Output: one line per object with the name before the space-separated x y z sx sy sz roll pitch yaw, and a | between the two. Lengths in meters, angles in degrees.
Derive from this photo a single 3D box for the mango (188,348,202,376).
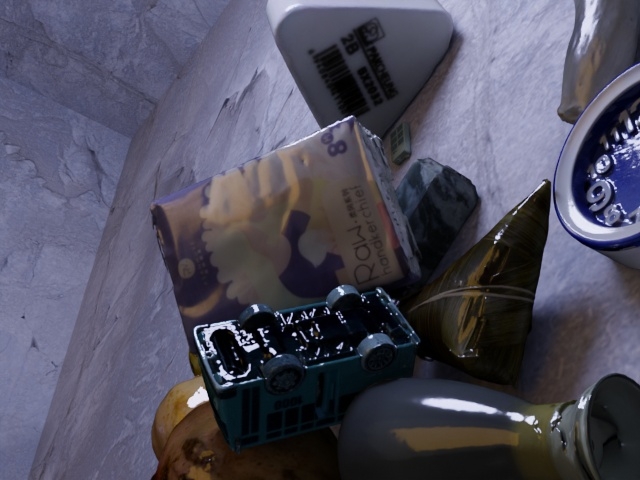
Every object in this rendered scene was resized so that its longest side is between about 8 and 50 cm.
mango | -0.169 0.170 1.612 0.167 0.130 0.262 -16 48 52

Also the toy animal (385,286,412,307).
toy animal | 0.019 0.162 1.202 0.272 0.160 0.197 -13 46 29

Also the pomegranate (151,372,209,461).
pomegranate | -0.206 0.341 1.430 0.207 0.207 0.207 -45 30 36

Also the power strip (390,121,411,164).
power strip | 0.144 -0.175 1.448 0.040 0.016 0.090 -44 31 37

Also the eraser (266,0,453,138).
eraser | 0.039 -0.352 1.481 0.331 0.331 0.150 -53 27 24

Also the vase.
vase | 0.176 0.216 0.834 0.321 0.173 0.173 -21 48 51

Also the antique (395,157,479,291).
antique | 0.150 -0.029 1.207 0.183 0.088 0.086 -58 25 11

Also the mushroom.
mushroom | 0.365 -0.301 1.033 0.109 0.097 0.351 -21 50 58

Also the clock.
clock | 0.358 -0.084 0.853 0.230 0.083 0.230 -49 26 34

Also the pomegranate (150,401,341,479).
pomegranate | -0.095 0.362 1.097 0.322 0.322 0.322 -45 30 36

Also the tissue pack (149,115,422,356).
tissue pack | -0.050 -0.002 1.145 0.344 0.125 0.242 -21 77 15

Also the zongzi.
zongzi | 0.190 0.044 1.018 0.248 0.111 0.241 3 72 70

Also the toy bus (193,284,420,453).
toy bus | -0.020 0.159 0.994 0.128 0.256 0.147 -125 30 -50
